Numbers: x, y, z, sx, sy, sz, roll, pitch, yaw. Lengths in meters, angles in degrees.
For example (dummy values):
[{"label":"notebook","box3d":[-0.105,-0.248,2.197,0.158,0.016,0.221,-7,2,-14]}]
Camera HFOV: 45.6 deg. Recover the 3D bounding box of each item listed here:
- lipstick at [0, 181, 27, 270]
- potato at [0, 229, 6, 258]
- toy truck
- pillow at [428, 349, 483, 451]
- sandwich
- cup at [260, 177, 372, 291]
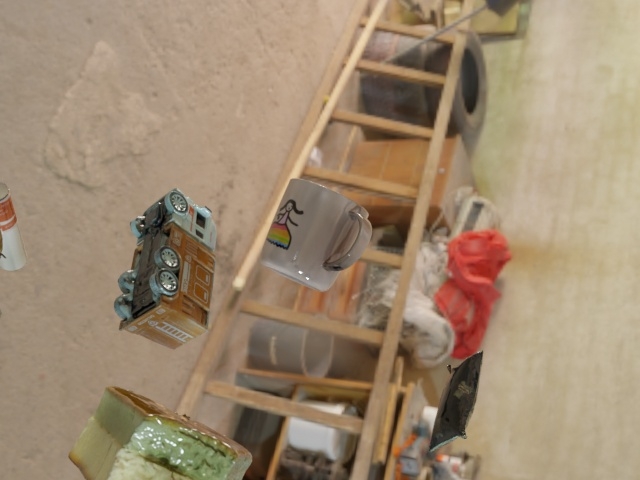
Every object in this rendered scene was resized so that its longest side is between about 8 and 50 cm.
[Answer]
[{"label":"lipstick","box3d":[-0.407,-0.016,0.978,0.130,0.038,0.038,99,15,-47]},{"label":"potato","box3d":[-0.380,0.030,0.712,0.175,0.137,0.137,-63,148,-10]},{"label":"toy truck","box3d":[-0.289,0.054,1.509,0.162,0.136,0.305,36,38,-34]},{"label":"pillow","box3d":[0.205,0.241,1.142,0.090,0.048,0.150,105,6,-53]},{"label":"sandwich","box3d":[-0.144,0.262,0.845,0.220,0.186,0.108,35,75,-28]},{"label":"cup","box3d":[0.000,0.000,1.652,0.191,0.253,0.200,31,80,-43]}]
